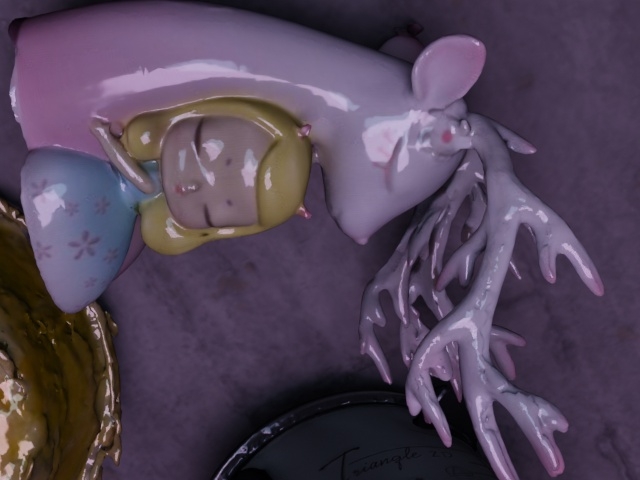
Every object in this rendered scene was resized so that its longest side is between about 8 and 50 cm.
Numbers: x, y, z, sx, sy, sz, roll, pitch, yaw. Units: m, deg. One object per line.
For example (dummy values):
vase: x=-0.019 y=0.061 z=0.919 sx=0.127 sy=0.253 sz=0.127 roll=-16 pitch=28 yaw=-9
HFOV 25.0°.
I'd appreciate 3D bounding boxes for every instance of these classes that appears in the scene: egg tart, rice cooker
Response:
egg tart: x=-0.270 y=0.106 z=0.879 sx=0.315 sy=0.120 sz=0.315 roll=-2 pitch=98 yaw=-17
rice cooker: x=0.039 y=0.233 z=0.963 sx=0.241 sy=0.227 sz=0.280 roll=27 pitch=94 yaw=-28

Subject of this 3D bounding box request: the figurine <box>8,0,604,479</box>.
figurine: x=0.002 y=-0.007 z=0.845 sx=0.316 sy=0.206 sz=0.284 roll=-4 pitch=100 yaw=9
